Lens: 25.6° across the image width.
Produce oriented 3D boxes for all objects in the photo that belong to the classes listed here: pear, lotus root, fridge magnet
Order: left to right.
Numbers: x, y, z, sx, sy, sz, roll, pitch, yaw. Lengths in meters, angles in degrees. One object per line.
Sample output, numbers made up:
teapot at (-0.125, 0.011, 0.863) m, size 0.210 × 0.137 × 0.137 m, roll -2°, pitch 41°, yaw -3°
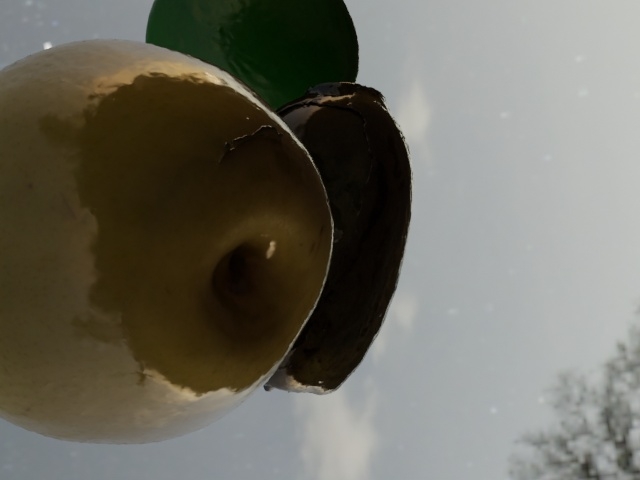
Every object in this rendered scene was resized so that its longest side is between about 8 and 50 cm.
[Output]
pear at (-0.142, 0.004, 1.020) m, size 0.309 × 0.309 × 0.309 m, roll -11°, pitch -90°, yaw -67°
fridge magnet at (-0.065, -0.181, 1.341) m, size 0.088 × 0.208 × 0.208 m, roll -67°, pitch -40°, yaw -63°
lotus root at (0.000, 0.000, 1.226) m, size 0.152 × 0.160 × 0.274 m, roll 19°, pitch -96°, yaw -53°
